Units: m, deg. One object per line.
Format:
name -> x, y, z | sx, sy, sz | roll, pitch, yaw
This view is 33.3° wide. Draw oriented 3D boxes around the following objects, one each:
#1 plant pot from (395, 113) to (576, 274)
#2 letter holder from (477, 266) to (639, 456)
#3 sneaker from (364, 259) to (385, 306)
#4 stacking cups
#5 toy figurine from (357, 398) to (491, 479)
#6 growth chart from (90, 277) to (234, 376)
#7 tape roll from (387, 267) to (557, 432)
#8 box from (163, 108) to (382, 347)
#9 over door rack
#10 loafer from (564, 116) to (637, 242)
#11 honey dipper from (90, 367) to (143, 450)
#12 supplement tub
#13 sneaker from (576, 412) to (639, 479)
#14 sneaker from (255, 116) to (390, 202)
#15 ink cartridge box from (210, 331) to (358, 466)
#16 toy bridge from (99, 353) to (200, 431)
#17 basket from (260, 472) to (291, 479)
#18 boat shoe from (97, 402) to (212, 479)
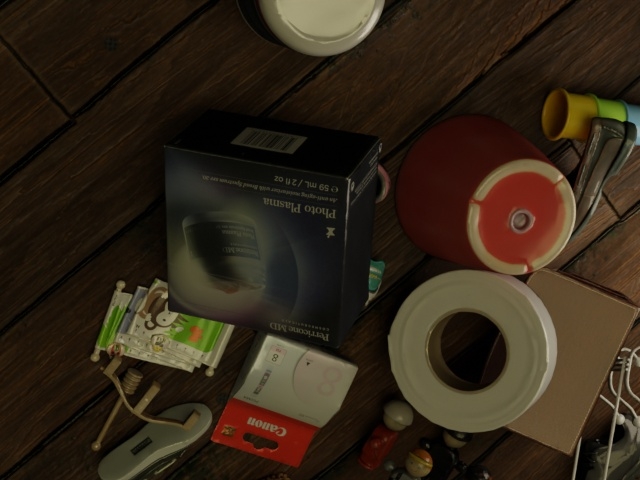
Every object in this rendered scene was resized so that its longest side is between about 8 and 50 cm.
plant pot -> 0.292, -0.064, 1.828 | 0.275, 0.243, 0.275 | -4, 106, -15
letter holder -> 0.417, 0.206, 1.982 | 0.214, 0.152, 0.302 | 22, 98, 1
sneaker -> 0.000, 0.000, 1.855 | 0.275, 0.107, 0.110 | 43, 66, -20
stacking cups -> 0.563, -0.216, 1.943 | 0.316, 0.096, 0.096 | 3, 103, -17
toy figurine -> 0.194, 0.404, 1.940 | 0.213, 0.209, 0.148 | 23, 108, -21
growth chart -> -0.261, 0.146, 1.846 | 0.237, 0.021, 0.172 | 12, 100, -19
tape roll -> 0.266, 0.189, 1.883 | 0.286, 0.100, 0.286 | 0, 91, 21
box -> -0.076, -0.020, 1.675 | 0.296, 0.183, 0.294 | 11, 119, 15
over door rack -> 0.528, 0.357, 1.971 | 0.108, 0.239, 0.324 | 23, 82, 2
loafer -> 0.465, -0.113, 1.916 | 0.084, 0.096, 0.267 | 18, 127, -8
honey dipper -> -0.358, 0.295, 1.855 | 0.030, 0.030, 0.160 | 27, 99, -20
supplement tub -> -0.026, -0.386, 1.636 | 0.191, 0.272, 0.191 | -4, 105, -15
sneaker -> 0.554, 0.464, 2.127 | 0.130, 0.109, 0.286 | 39, 85, -11
sneaker -> -0.030, -0.131, 1.777 | 0.319, 0.131, 0.112 | 9, 103, -16
ink cartridge box -> -0.065, 0.291, 1.922 | 0.189, 0.066, 0.232 | 22, 93, -20
toy bridge -> -0.297, 0.269, 1.825 | 0.188, 0.026, 0.063 | 37, 98, -12
basket -> -0.090, 0.611, 1.909 | 0.213, 0.223, 0.299 | -21, 110, -10
boat shoe -> -0.285, 0.363, 1.875 | 0.219, 0.078, 0.070 | -30, 143, -15
